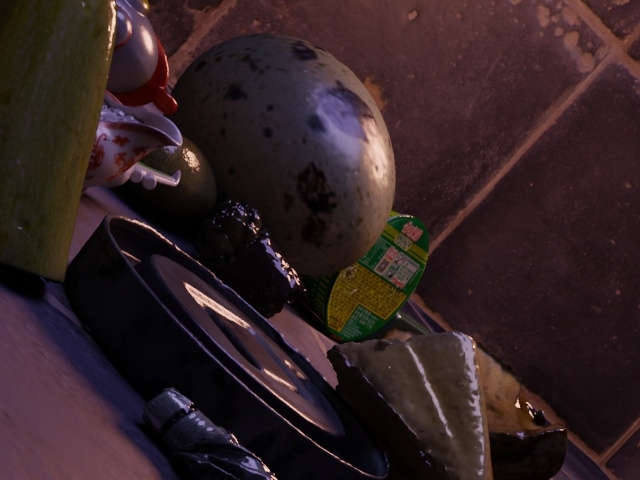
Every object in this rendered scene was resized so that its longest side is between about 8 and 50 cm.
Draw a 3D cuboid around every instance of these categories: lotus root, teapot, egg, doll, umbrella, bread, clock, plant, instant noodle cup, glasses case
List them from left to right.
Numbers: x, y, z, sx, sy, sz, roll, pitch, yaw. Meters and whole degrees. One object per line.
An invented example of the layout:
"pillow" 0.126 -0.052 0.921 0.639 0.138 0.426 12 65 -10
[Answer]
"teapot" -0.252 -0.115 1.357 0.245 0.116 0.159 30 31 -10
"doll" -0.253 -0.246 1.435 0.336 0.105 0.200 47 -13 -11
"clock" -0.076 0.101 1.216 0.312 0.061 0.312 43 4 -4
"plant" -0.084 0.021 1.742 0.143 0.092 0.094 52 13 8
"umbrella" -0.042 0.166 0.993 0.188 0.046 0.050 44 -15 14
"egg" -0.051 -0.109 1.934 0.287 0.287 0.379 39 1 -42
"instant noodle cup" 0.000 0.000 2.138 0.233 0.207 0.207 36 0 32
"glasses case" 0.119 0.153 2.320 0.039 0.078 0.184 50 8 30
"bread" 0.086 0.213 1.344 0.240 0.135 0.178 80 5 -57
"lotus root" 0.167 0.223 1.846 0.210 0.142 0.314 5 16 -6

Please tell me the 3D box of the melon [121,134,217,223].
"melon" -0.176 -0.074 1.755 0.099 0.099 0.162 46 2 35

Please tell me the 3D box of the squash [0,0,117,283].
"squash" -0.217 -0.122 1.092 0.137 0.287 0.137 13 -4 1

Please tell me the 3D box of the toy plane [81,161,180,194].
"toy plane" -0.235 -0.105 1.529 0.251 0.101 0.255 41 9 -30
